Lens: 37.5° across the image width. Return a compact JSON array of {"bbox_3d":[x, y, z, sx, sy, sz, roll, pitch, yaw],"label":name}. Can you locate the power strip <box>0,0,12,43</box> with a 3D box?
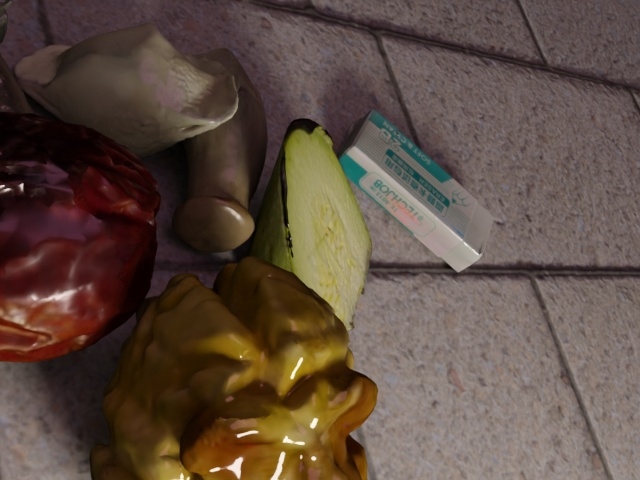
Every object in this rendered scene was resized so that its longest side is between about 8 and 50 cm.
[{"bbox_3d":[-0.391,-0.154,0.810,0.078,0.052,0.272,48,59,0],"label":"power strip"}]

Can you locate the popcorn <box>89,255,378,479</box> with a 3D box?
[{"bbox_3d":[-0.074,0.137,0.789,0.225,0.264,0.332,1,32,-8],"label":"popcorn"}]

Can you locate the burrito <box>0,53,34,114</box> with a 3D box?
[{"bbox_3d":[-0.327,-0.156,0.905,0.082,0.059,0.275,-30,83,-36],"label":"burrito"}]

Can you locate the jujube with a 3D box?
[{"bbox_3d":[-0.303,-0.006,0.734,0.342,0.216,0.216,7,58,-28],"label":"jujube"}]

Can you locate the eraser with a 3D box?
[{"bbox_3d":[0.124,-0.066,1.226,0.225,0.052,0.095,40,42,-12],"label":"eraser"}]

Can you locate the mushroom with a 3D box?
[{"bbox_3d":[-0.109,-0.106,1.026,0.108,0.096,0.246,15,55,-34],"label":"mushroom"}]

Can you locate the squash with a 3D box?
[{"bbox_3d":[0.000,0.000,1.008,0.204,0.155,0.236,33,44,-16],"label":"squash"}]

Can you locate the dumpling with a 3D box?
[{"bbox_3d":[-0.186,-0.165,0.977,0.166,0.216,0.126,-67,141,-51],"label":"dumpling"}]
